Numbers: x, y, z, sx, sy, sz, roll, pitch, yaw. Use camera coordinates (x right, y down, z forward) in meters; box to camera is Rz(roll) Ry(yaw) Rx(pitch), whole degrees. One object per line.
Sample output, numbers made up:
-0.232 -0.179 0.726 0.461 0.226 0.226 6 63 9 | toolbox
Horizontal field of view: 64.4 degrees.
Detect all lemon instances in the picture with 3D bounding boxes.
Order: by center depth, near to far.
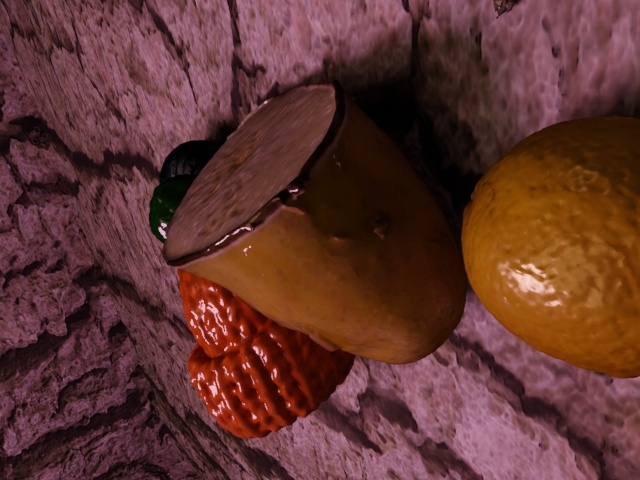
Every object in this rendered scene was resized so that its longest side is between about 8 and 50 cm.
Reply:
0.214 0.002 0.390 0.231 0.192 0.192 31 136 36 | lemon

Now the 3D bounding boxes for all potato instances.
0.000 0.000 0.650 0.296 0.290 0.397 43 169 -23 | potato

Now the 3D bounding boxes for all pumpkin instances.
-0.207 -0.089 0.952 0.201 0.140 0.202 20 129 27 | pumpkin

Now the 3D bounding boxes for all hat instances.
-0.113 0.076 0.797 0.285 0.285 0.401 1 118 54 | hat

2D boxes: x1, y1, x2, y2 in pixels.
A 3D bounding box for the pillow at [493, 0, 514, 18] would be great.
0.083 -0.309 0.468 0.255 0.059 0.169 33 140 36 | pillow
